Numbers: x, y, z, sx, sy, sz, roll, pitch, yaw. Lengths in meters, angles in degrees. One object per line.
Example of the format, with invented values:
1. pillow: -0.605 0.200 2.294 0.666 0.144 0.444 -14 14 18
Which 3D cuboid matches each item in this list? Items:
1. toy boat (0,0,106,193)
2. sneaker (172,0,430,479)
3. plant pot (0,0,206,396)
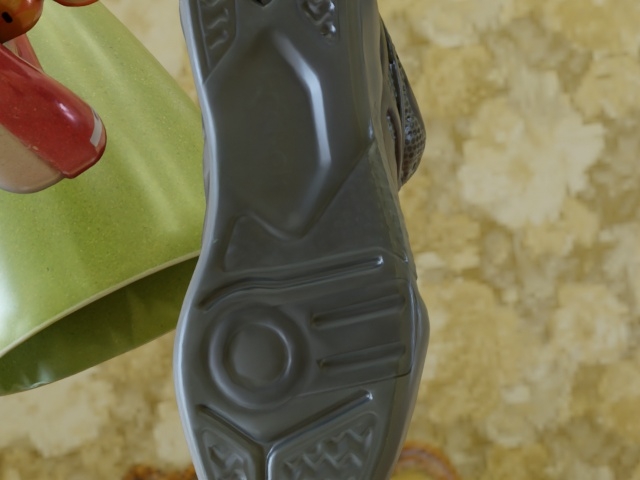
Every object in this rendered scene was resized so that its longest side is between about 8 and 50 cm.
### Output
1. toy boat: -0.186 -0.145 0.930 0.151 0.231 0.151 -29 -19 4
2. sneaker: 0.000 0.000 0.563 0.087 0.227 0.130 -8 -14 13
3. plant pot: -0.207 -0.068 1.227 0.275 0.293 0.275 -26 -10 -5
